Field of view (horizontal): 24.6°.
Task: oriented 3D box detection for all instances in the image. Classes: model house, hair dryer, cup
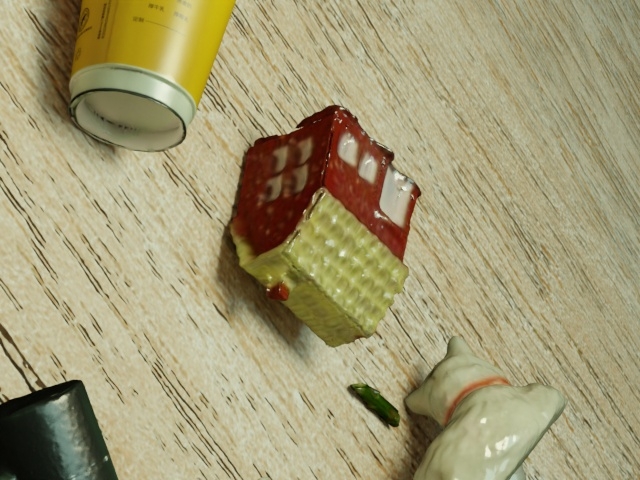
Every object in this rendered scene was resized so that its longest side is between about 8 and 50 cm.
[{"bbox_3d":[0.000,0.000,1.800,0.196,0.160,0.254,46,42,-35],"label":"model house"},{"bbox_3d":[-0.291,0.286,1.287,0.302,0.116,0.244,-23,95,-47],"label":"hair dryer"},{"bbox_3d":[-0.183,-0.249,1.624,0.196,0.196,0.279,35,55,-44],"label":"cup"}]

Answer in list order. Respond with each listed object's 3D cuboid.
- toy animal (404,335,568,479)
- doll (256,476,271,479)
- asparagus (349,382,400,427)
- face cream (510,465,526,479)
[{"bbox_3d":[0.172,0.280,1.941,0.188,0.308,0.266,41,2,3],"label":"toy animal"},{"bbox_3d":[-0.086,0.417,1.444,0.423,0.161,0.348,-66,156,-21],"label":"doll"},{"bbox_3d":[0.072,0.212,1.929,0.108,0.025,0.021,44,51,-37],"label":"asparagus"},{"bbox_3d":[0.255,0.344,2.095,0.077,0.077,0.250,-1,75,-57],"label":"face cream"}]
